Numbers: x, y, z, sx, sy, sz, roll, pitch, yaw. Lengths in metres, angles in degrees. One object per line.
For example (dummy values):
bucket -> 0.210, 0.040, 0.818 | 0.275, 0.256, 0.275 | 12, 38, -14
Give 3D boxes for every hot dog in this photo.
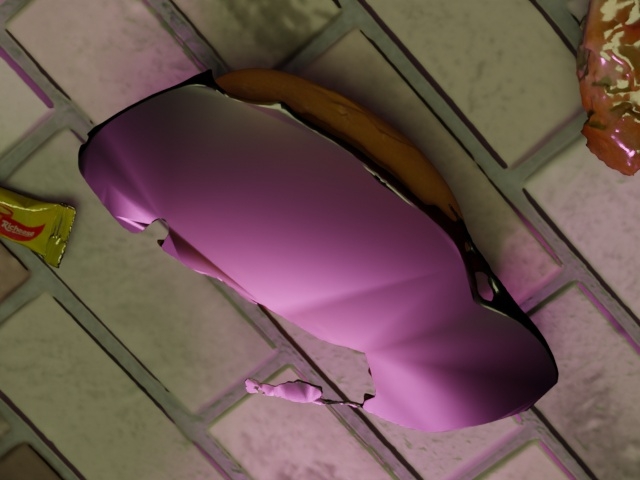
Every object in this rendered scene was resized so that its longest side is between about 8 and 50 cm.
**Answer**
hot dog -> 0.003, -0.004, 1.117 | 0.194, 0.107, 0.326 | -29, 114, 25

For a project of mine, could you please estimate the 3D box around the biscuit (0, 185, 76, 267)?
biscuit -> -0.312, -0.054, 1.170 | 0.292, 0.026, 0.048 | 21, 119, -1

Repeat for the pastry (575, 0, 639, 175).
pastry -> 0.252, -0.137, 1.040 | 0.218, 0.100, 0.229 | 40, 108, -9
